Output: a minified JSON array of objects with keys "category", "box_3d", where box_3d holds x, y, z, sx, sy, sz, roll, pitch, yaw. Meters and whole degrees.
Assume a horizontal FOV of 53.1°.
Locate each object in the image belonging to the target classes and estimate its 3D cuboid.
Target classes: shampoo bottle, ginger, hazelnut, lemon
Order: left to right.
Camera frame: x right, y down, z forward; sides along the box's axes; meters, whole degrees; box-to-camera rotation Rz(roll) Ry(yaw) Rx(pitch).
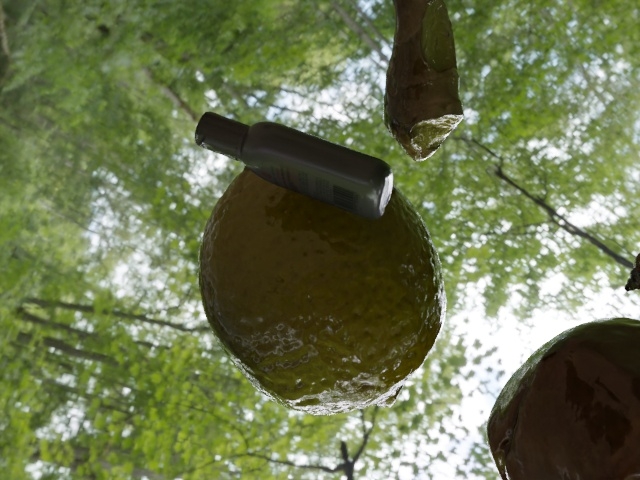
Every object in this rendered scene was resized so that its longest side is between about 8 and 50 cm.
[{"category":"shampoo bottle","box_3d":[-0.023,-0.065,0.523,0.165,0.080,0.040,22,-103,11]},{"category":"lemon","box_3d":[0.001,0.042,0.661,0.267,0.267,0.268,-31,-134,37]},{"category":"ginger","box_3d":[0.100,-0.237,0.725,0.086,0.295,0.131,-16,-162,-10]},{"category":"hazelnut","box_3d":[0.426,0.285,0.902,0.315,0.372,0.372,-53,-147,-13]}]

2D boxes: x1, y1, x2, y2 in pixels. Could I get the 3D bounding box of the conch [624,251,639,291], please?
[{"category":"conch","box_3d":[0.458,-0.008,0.739,0.232,0.086,0.080,-23,-117,1]}]
